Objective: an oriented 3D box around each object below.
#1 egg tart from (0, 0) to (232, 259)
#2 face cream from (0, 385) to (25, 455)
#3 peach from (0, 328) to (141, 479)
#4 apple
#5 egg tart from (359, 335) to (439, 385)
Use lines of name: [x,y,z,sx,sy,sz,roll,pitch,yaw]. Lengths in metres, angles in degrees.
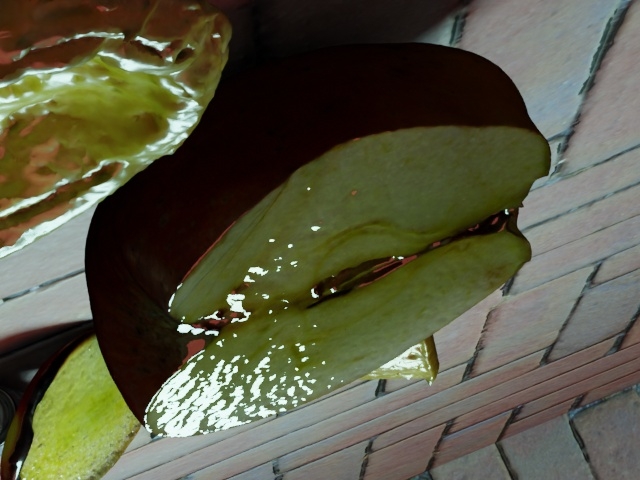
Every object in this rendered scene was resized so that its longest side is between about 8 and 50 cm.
egg tart: [-0.219,-0.084,1.018,0.345,0.132,0.345,-21,164,-6]
face cream: [-0.327,0.201,1.885,0.075,0.075,0.229,-26,165,8]
peach: [-0.252,0.165,1.822,0.279,0.068,0.189,-35,140,-50]
apple: [0.000,0.000,1.343,0.365,0.295,0.329,-22,-168,-15]
egg tart: [0.032,0.060,1.742,0.147,0.202,0.202,-15,164,2]
